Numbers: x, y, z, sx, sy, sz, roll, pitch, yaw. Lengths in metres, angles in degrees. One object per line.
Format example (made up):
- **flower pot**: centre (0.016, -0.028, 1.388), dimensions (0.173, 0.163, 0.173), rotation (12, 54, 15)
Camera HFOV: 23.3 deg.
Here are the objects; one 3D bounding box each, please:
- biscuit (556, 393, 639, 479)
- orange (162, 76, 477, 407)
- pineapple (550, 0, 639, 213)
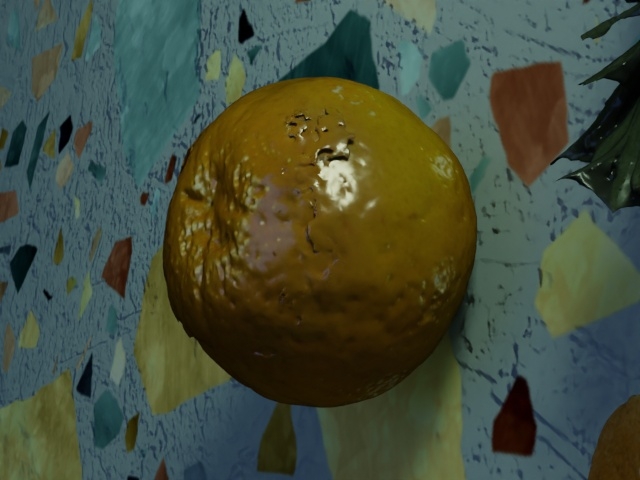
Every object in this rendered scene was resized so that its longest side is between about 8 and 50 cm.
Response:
- **biscuit**: centre (0.180, 0.214, 0.810), dimensions (0.165, 0.036, 0.250), rotation (-55, 35, 34)
- **orange**: centre (-0.001, 0.001, 1.022), dimensions (0.219, 0.193, 0.219), rotation (177, 90, -67)
- **pineapple**: centre (0.206, -0.145, 0.820), dimensions (0.130, 0.119, 0.277), rotation (13, 93, 15)
